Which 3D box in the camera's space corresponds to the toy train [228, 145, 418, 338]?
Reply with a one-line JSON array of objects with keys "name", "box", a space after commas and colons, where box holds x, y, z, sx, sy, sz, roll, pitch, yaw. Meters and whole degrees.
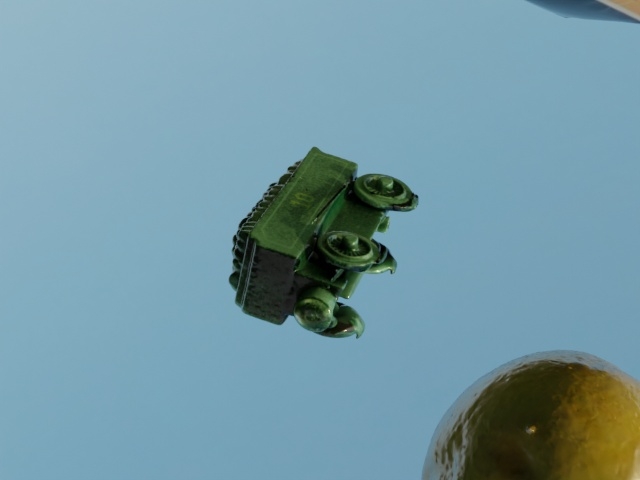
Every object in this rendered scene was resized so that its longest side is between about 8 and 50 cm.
[{"name": "toy train", "box": [0.000, 0.000, 0.955, 0.099, 0.070, 0.172, 19, -150, 8]}]

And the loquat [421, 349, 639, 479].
[{"name": "loquat", "box": [0.188, 0.190, 1.161, 0.213, 0.213, 0.213, -17, -141, 14]}]

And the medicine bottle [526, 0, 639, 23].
[{"name": "medicine bottle", "box": [0.289, -0.310, 1.408, 0.243, 0.395, 0.242, -2, -94, 28]}]
